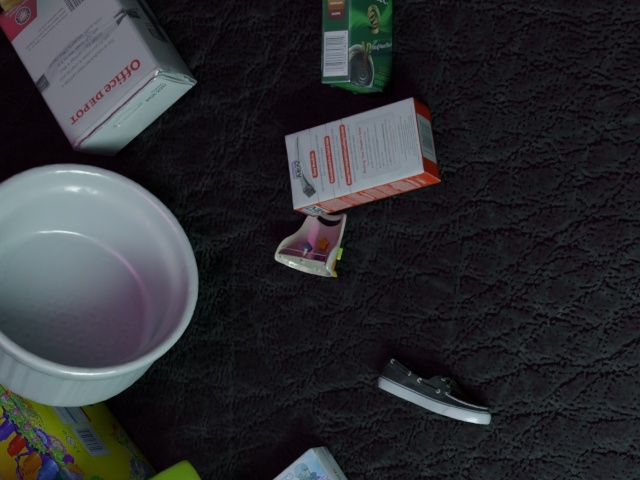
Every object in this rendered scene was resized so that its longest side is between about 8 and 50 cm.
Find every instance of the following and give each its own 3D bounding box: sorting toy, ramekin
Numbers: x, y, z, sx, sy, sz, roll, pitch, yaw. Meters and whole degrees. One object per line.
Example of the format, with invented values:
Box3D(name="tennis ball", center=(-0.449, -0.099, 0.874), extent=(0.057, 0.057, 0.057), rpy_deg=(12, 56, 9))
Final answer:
Box3D(name="sorting toy", center=(0.000, 0.000, 1.858), extent=(0.083, 0.045, 0.075), rpy_deg=(11, 76, 41))
Box3D(name="ramekin", center=(-0.294, 0.061, 1.877), extent=(0.277, 0.277, 0.135), rpy_deg=(58, 148, 17))

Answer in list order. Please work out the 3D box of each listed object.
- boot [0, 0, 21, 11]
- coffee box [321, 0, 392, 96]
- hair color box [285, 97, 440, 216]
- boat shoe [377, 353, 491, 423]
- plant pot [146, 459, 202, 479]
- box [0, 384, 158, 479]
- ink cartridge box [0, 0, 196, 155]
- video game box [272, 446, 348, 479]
Box3D(name="boot", center=(-0.324, -0.443, 1.968), extent=(0.280, 0.096, 0.264), rpy_deg=(-31, 67, 6))
Box3D(name="coffee box", center=(0.043, -0.261, 1.808), extent=(0.040, 0.113, 0.184), rpy_deg=(-1, 85, 28))
Box3D(name="hair color box", center=(0.047, -0.093, 1.823), extent=(0.167, 0.053, 0.093), rpy_deg=(-14, 72, 24))
Box3D(name="boat shoe", center=(0.128, 0.166, 1.779), extent=(0.142, 0.049, 0.040), rpy_deg=(19, 96, 29))
Box3D(name="plant pot", center=(-0.210, 0.421, 1.811), extent=(0.207, 0.228, 0.227), rpy_deg=(52, 138, 13))
Box3D(name="box", center=(-0.402, 0.290, 1.971), extent=(0.279, 0.177, 0.290), rpy_deg=(-46, 70, 18))
Box3D(name="ink cartridge box", center=(-0.278, -0.236, 1.982), extent=(0.158, 0.092, 0.218), rpy_deg=(-39, 69, 20))
Box3D(name="video game box", center=(-0.023, 0.372, 1.845), extent=(0.205, 0.048, 0.187), rpy_deg=(-42, 72, 19))
